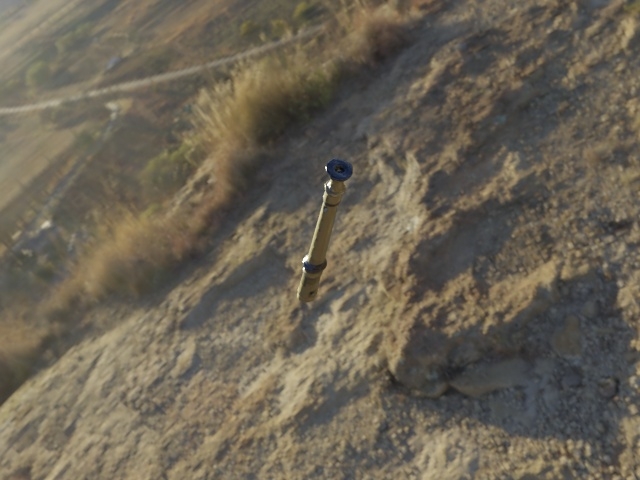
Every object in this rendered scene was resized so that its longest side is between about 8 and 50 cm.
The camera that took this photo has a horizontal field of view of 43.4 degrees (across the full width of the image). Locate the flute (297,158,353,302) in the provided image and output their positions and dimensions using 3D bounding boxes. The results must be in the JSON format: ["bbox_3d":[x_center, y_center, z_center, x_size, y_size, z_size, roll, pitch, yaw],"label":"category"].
[{"bbox_3d":[0.000,0.000,0.800,0.027,0.027,0.233,-57,-10,-33],"label":"flute"}]
